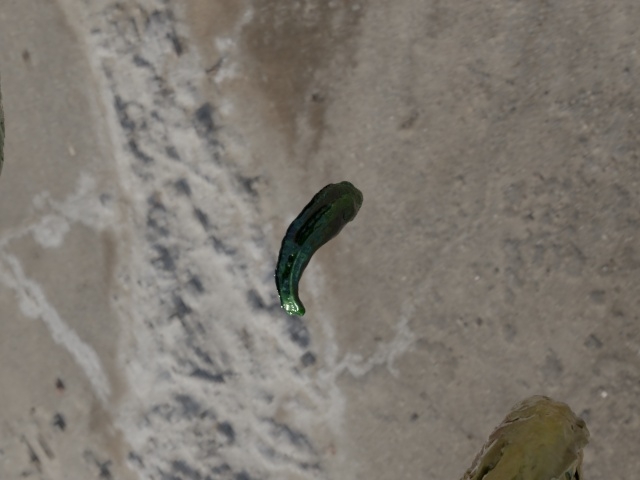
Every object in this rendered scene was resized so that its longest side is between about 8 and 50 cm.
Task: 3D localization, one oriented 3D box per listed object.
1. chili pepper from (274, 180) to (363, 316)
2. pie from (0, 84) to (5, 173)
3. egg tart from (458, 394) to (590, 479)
[{"bbox_3d":[-0.001,-0.004,0.830,0.035,0.118,0.055,3,144,35],"label":"chili pepper"},{"bbox_3d":[-0.226,-0.097,0.412,0.067,0.302,0.303,-19,99,22],"label":"pie"},{"bbox_3d":[0.133,0.352,1.080,0.178,0.443,0.443,42,131,8],"label":"egg tart"}]
